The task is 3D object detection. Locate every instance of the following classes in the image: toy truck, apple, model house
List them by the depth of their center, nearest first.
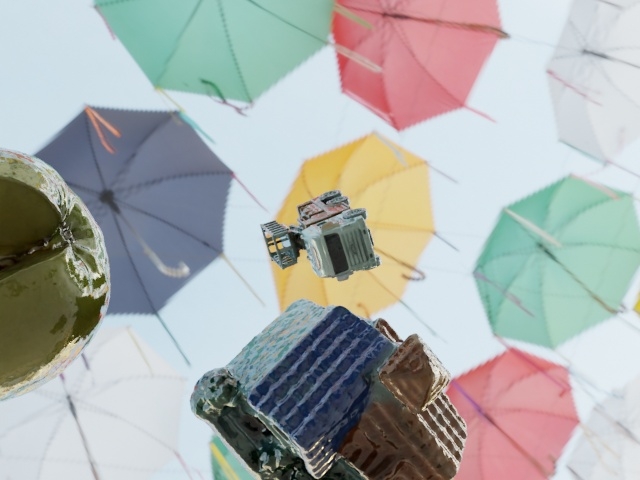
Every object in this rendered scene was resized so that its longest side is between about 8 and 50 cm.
[{"bbox_3d":[-0.376,0.036,1.290,0.254,0.292,0.292,-22,-57,12],"label":"apple"},{"bbox_3d":[0.051,0.234,1.474,0.252,0.329,0.295,-43,-74,-20],"label":"model house"},{"bbox_3d":[0.000,-0.001,1.490,0.115,0.178,0.080,-20,-74,-11],"label":"toy truck"}]
